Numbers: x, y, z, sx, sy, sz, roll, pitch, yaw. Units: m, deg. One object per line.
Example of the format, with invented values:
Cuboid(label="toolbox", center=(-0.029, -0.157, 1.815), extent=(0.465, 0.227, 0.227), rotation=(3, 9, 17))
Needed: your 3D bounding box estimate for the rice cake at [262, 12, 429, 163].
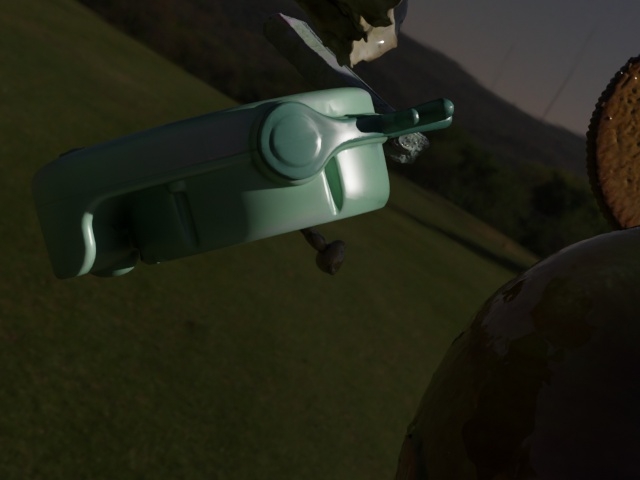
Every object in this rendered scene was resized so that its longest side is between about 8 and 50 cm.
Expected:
Cuboid(label="rice cake", center=(0.017, -0.140, 0.984), extent=(0.043, 0.034, 0.211), rotation=(12, 29, -51))

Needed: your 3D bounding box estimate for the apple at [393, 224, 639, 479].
Cuboid(label="apple", center=(0.231, 0.183, 0.641), extent=(0.400, 0.400, 0.334), rotation=(34, -18, 25))

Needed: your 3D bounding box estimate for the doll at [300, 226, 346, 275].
Cuboid(label="doll", center=(-0.007, 0.006, 1.544), extent=(0.093, 0.051, 0.061), rotation=(33, 0, -8))

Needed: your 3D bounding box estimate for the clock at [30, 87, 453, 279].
Cuboid(label="clock", center=(-0.032, -0.034, 0.576), extent=(0.159, 0.210, 0.066), rotation=(-27, 103, -81))

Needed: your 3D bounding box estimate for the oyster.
Cuboid(label="oyster", center=(0.040, -0.194, 0.668), extent=(0.110, 0.166, 0.341), rotation=(33, 25, -11))

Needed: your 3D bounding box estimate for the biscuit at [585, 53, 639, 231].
Cuboid(label="biscuit", center=(0.492, -0.119, 1.497), extent=(0.305, 0.305, 0.038), rotation=(30, -4, -12))
